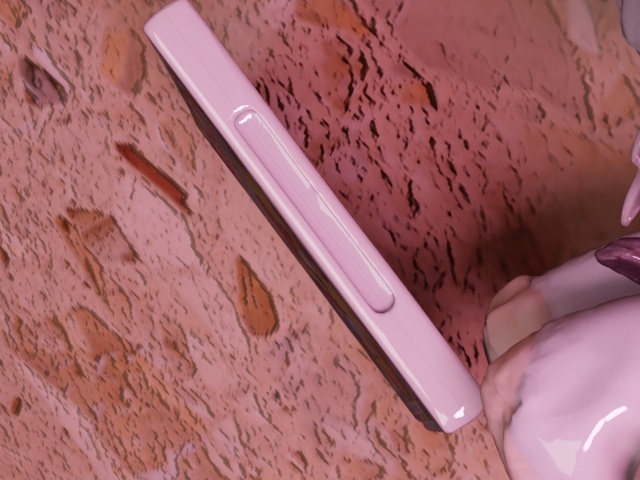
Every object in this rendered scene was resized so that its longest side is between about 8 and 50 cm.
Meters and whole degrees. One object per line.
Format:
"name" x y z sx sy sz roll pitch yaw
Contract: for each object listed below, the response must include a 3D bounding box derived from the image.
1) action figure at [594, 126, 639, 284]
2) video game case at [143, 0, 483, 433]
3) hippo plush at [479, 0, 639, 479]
"action figure" 0.156 -0.120 0.491 0.185 0.099 0.285 170 118 -72
"video game case" 0.000 0.000 0.814 0.026 0.227 0.206 -37 84 -2
"hippo plush" 0.185 -0.015 0.618 0.294 0.234 0.236 16 118 36
